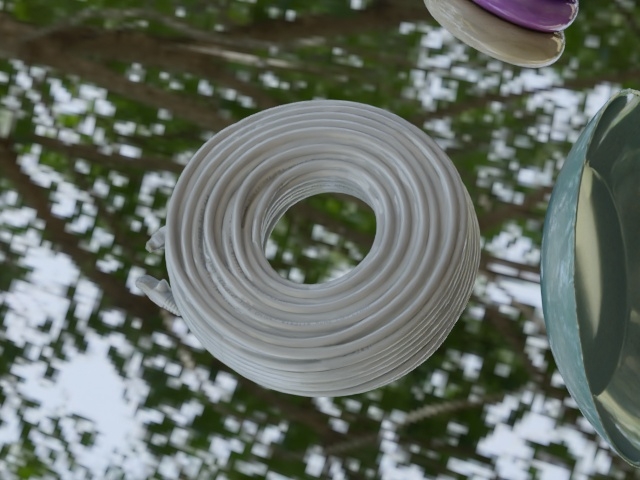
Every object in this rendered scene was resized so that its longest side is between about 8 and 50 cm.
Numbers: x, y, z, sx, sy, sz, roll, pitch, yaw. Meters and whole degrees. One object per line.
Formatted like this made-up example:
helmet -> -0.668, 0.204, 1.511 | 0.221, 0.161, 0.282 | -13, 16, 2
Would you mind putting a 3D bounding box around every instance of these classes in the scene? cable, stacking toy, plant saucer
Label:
cable -> 0.000, 0.000, 1.518 | 0.257, 0.257, 0.089 | -45, -25, -14
stacking toy -> 0.217, -0.322, 1.625 | 0.141, 0.141, 0.330 | -6, -50, -48
plant saucer -> 0.150, 0.020, 0.958 | 0.195, 0.037, 0.195 | 12, -104, -61
